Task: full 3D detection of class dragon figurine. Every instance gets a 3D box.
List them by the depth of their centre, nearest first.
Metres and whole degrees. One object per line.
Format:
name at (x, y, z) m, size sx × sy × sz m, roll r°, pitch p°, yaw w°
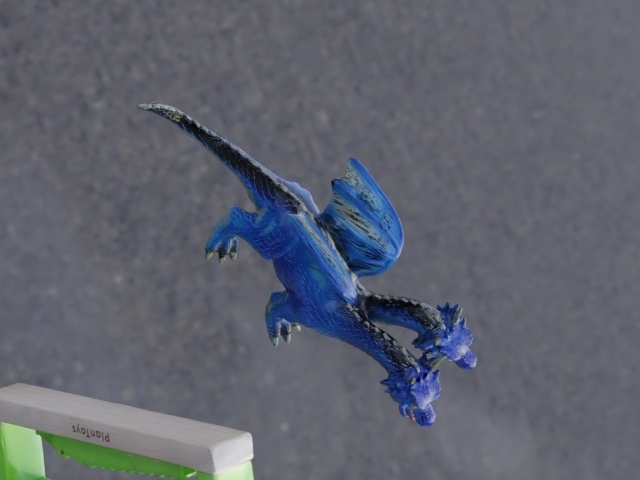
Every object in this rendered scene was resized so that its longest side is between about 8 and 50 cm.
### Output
dragon figurine at (0.000, 0.000, 1.330) m, size 0.085 × 0.144 × 0.289 m, roll -43°, pitch 112°, yaw -35°

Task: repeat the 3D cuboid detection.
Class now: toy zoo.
toy zoo at (-0.099, 0.232, 1.042) m, size 0.030 × 0.192 × 0.293 m, roll -17°, pitch 106°, yaw -44°
